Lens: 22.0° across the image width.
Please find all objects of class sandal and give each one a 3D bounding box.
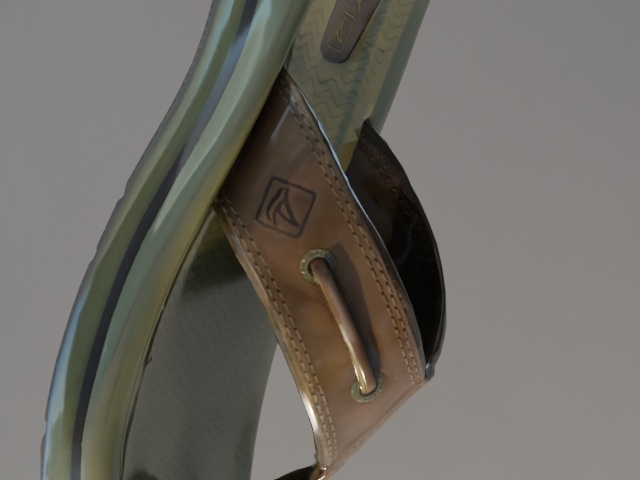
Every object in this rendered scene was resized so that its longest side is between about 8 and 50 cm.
[{"bbox_3d":[0.000,-0.001,0.481,0.303,0.086,0.120,-70,-18,6],"label":"sandal"}]
